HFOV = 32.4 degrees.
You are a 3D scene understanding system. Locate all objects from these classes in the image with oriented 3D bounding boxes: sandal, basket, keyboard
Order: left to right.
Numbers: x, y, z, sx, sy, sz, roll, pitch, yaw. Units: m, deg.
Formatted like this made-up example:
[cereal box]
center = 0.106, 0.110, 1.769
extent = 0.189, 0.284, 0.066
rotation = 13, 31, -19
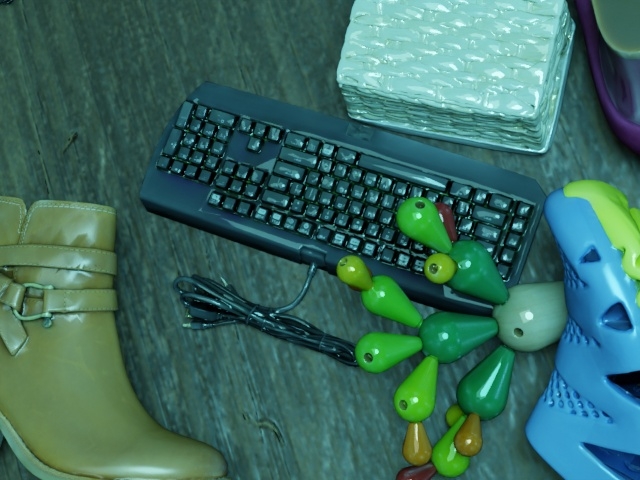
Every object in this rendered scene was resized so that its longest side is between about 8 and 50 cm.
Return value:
[keyboard]
center = 0.000, 0.000, 0.877
extent = 0.317, 0.033, 0.201
rotation = 18, 84, 15
[basket]
center = 0.104, -0.141, 0.841
extent = 0.167, 0.103, 0.113
rotation = 12, 84, 13
[sandal]
center = 0.199, 0.116, 0.739
extent = 0.138, 0.126, 0.317
rotation = -16, 97, 21

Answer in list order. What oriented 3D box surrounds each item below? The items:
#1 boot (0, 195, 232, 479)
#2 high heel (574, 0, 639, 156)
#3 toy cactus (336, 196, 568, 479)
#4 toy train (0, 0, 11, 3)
[boot]
center = -0.184, 0.083, 0.875
extent = 0.284, 0.109, 0.220
rotation = 9, 78, 21
[high heel]
center = 0.243, -0.232, 0.856
extent = 0.127, 0.181, 0.377
rotation = -7, 59, 24
[toy cactus]
center = 0.108, 0.067, 0.794
extent = 0.181, 0.112, 0.218
rotation = -13, 99, -13
[toy train]
center = -0.284, -0.233, 0.980
extent = 0.158, 0.027, 0.036
rotation = -45, 71, 1
